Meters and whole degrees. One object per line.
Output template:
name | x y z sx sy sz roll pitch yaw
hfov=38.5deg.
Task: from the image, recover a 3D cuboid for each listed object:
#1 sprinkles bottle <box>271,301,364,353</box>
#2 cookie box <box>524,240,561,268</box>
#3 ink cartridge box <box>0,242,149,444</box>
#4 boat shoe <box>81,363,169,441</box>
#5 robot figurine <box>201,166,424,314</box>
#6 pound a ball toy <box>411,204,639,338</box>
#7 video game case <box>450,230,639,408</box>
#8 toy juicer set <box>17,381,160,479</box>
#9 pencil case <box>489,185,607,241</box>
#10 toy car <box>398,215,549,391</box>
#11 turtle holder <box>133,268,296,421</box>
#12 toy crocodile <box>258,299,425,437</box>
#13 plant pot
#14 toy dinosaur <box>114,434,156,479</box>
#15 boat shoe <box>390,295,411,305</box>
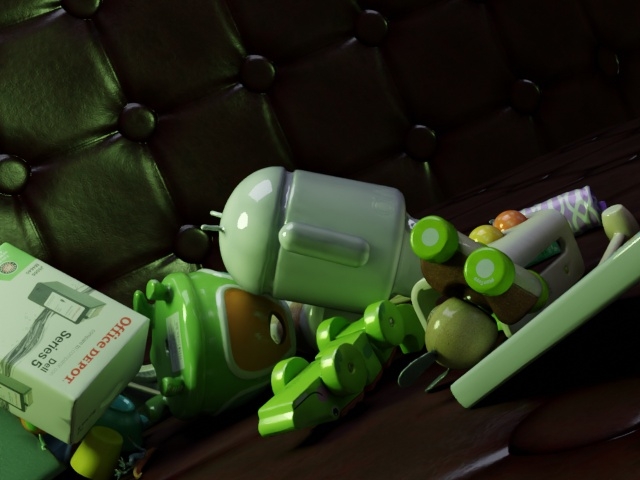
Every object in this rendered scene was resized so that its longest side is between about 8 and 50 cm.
sprinkles bottle | -0.022 0.145 1.634 0.121 0.121 0.355 -25 4 -21
cookie box | 0.352 0.025 1.611 0.107 0.040 0.092 -25 3 -10
ink cartridge box | -0.424 0.149 1.373 0.198 0.273 0.114 -54 -14 -48
boat shoe | -0.331 0.285 1.691 0.321 0.118 0.103 -21 -4 -33
robot figurine | 0.000 0.000 1.395 0.354 0.199 0.300 10 -1 -3
pound a ball toy | 0.291 0.024 1.276 0.208 0.135 0.319 -21 5 40
video game case | 0.313 0.029 0.951 0.300 0.036 0.329 -27 -16 -42
toy juicer set | -0.383 0.284 1.501 0.329 0.209 0.089 -42 -24 -81
pencil case | 0.421 -0.030 1.695 0.206 0.086 0.088 -21 -23 25
toy car | 0.152 0.090 1.061 0.155 0.149 0.188 24 -83 -56
turtle holder | -0.176 0.185 1.505 0.228 0.243 0.320 -5 -40 -22
toy crocodile | 0.035 0.168 1.215 0.115 0.105 0.340 -23 8 34
plant pot | -0.586 0.347 1.500 0.252 0.247 0.248 -43 7 -10
toy dinosaur | -0.264 0.327 1.349 0.090 0.047 0.082 27 23 35
boat shoe | 0.131 0.071 1.804 0.341 0.110 0.121 -24 4 -4
